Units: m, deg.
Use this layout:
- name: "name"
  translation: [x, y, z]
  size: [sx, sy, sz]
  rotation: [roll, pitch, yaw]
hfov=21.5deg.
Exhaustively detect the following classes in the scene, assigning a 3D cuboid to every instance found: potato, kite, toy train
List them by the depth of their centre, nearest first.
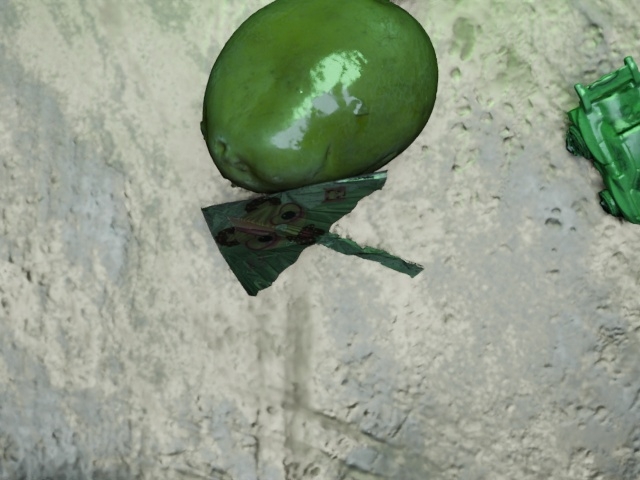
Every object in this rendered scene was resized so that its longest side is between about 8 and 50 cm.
- name: "potato"
  translation: [-0.002, -0.134, 1.514]
  size: [0.235, 0.178, 0.160]
  rotation: [-45, 136, -22]
- name: "kite"
  translation: [0.000, -0.001, 1.530]
  size: [0.250, 0.229, 0.012]
  rotation: [14, 53, -34]
- name: "toy train"
  translation: [0.289, -0.090, 1.568]
  size: [0.099, 0.081, 0.149]
  rotation: [-28, 92, -1]
